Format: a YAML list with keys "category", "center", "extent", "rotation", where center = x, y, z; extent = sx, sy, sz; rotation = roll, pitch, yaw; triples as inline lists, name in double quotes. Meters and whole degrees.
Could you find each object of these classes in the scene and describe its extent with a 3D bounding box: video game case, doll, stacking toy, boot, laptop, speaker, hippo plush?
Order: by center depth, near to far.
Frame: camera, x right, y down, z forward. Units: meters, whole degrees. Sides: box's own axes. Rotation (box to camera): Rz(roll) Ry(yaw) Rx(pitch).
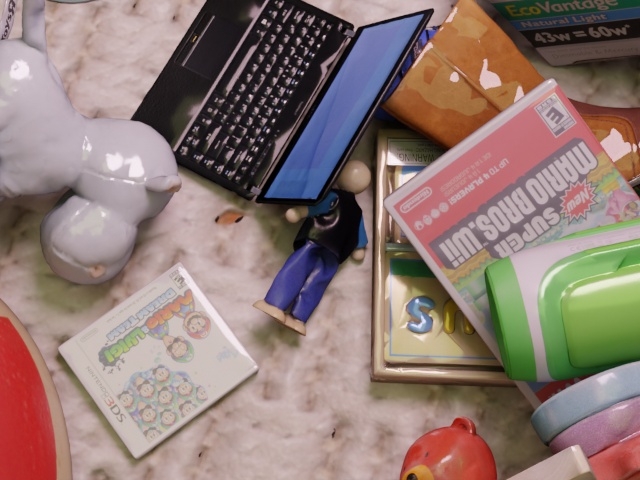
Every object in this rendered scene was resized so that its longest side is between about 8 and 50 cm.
- category: "stacking toy"
  center: [0.160, 0.189, 0.985]
  extent: [0.309, 0.279, 0.130]
  rotation: [-34, 63, 27]
- category: "speaker"
  center: [0.306, 0.046, 1.013]
  extent: [0.297, 0.131, 0.131]
  rotation: [-12, 76, 4]
- category: "video game case"
  center: [0.225, 0.015, 1.088]
  extent: [0.204, 0.025, 0.285]
  rotation: [-36, 96, 7]
- category: "hippo plush"
  center: [-0.273, -0.087, 1.139]
  extent: [0.237, 0.234, 0.294]
  rotation: [27, 90, -26]
- category: "boot"
  center: [0.244, -0.151, 1.147]
  extent: [0.280, 0.096, 0.264]
  rotation: [41, 90, 2]
- category: "doll"
  center: [0.000, 0.000, 1.152]
  extent: [0.046, 0.129, 0.189]
  rotation: [21, 79, 43]
- category: "video game case"
  center: [-0.168, 0.123, 1.153]
  extent: [0.157, 0.019, 0.143]
  rotation: [-36, 80, -11]
- category: "laptop"
  center: [-0.052, -0.171, 1.158]
  extent: [0.264, 0.136, 0.234]
  rotation: [28, 78, 12]

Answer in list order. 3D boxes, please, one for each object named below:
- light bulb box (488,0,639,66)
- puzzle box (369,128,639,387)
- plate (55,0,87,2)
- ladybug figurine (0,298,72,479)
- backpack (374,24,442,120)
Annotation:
- category: "light bulb box"
  center: [0.372, -0.396, 1.124]
  extent: [0.358, 0.225, 0.361]
  rotation: [1, 71, 39]
- category: "puzzle box"
  center: [0.256, 0.023, 1.180]
  extent: [0.409, 0.052, 0.272]
  rotation: [1, 76, -2]
- category: "plate"
  center: [-0.284, -0.363, 1.275]
  extent: [0.188, 0.024, 0.188]
  rotation: [1, 76, -2]
- category: "ladybug figurine"
  center: [-0.395, 0.217, 1.045]
  extent: [0.305, 0.162, 0.449]
  rotation: [-16, 77, -7]
- category: "backpack"
  center: [0.104, -0.187, 1.206]
  extent: [0.120, 0.101, 0.098]
  rotation: [-4, 68, 0]
